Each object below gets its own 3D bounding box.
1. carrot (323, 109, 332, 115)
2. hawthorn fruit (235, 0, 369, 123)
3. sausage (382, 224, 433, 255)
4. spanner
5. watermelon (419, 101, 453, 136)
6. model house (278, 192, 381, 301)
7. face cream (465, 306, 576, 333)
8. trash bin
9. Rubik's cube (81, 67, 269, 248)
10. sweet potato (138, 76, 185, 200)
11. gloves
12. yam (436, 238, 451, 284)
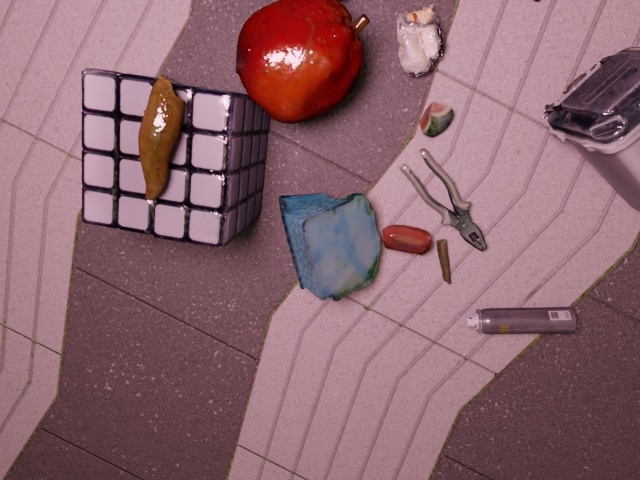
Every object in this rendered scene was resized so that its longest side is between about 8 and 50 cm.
[{"bbox_3d":[0.026,-0.415,1.087,0.060,0.060,0.186,18,101,2],"label":"carrot"},{"bbox_3d":[-0.032,-0.416,0.945,0.307,0.265,0.265,-28,100,22],"label":"hawthorn fruit"},{"bbox_3d":[0.238,-0.003,1.161,0.141,0.076,0.076,9,106,6],"label":"sausage"},{"bbox_3d":[0.346,-0.100,1.138,0.095,0.040,0.325,-38,96,15],"label":"spanner"},{"bbox_3d":[0.299,-0.314,1.079,0.092,0.084,0.072,-16,80,-26],"label":"watermelon"},{"bbox_3d":[0.000,0.000,1.157,0.225,0.241,0.262,-27,119,-30],"label":"model house"},{"bbox_3d":[0.555,0.225,1.179,0.282,0.073,0.073,-2,104,8],"label":"face cream"},{"bbox_3d":[0.737,-0.232,0.963,0.367,0.296,0.256,40,105,-19],"label":"trash bin"},{"bbox_3d":[-0.332,-0.206,1.039,0.336,0.344,0.345,9,106,3],"label":"Rubik's cube"},{"bbox_3d":[-0.316,-0.191,0.825,0.077,0.077,0.244,16,104,3],"label":"sweet potato"},{"bbox_3d":[0.245,-0.486,1.034,0.114,0.070,0.153,-12,110,2],"label":"gloves"},{"bbox_3d":[0.347,0.061,1.185,0.033,0.027,0.130,-17,103,-29],"label":"yam"}]
